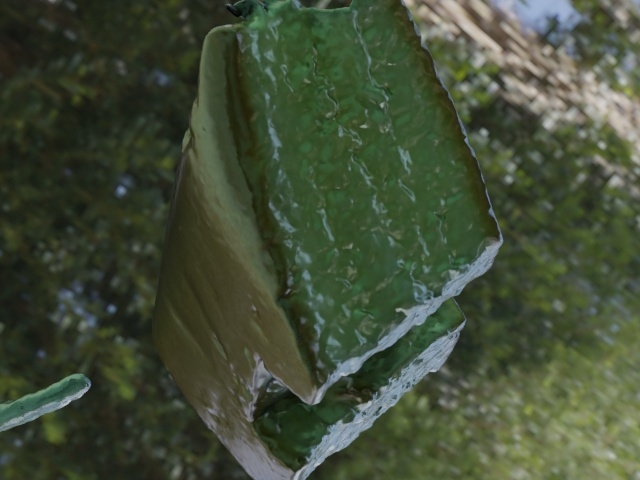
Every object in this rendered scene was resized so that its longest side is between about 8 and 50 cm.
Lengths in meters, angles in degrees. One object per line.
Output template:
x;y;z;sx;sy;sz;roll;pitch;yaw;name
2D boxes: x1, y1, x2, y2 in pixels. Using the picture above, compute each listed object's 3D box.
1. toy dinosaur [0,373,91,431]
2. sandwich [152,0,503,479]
-0.278;0.108;0.672;0.382;0.076;0.129;4;-122;10;toy dinosaur
0.000;0.000;0.794;0.122;0.236;0.128;-32;-113;-23;sandwich
